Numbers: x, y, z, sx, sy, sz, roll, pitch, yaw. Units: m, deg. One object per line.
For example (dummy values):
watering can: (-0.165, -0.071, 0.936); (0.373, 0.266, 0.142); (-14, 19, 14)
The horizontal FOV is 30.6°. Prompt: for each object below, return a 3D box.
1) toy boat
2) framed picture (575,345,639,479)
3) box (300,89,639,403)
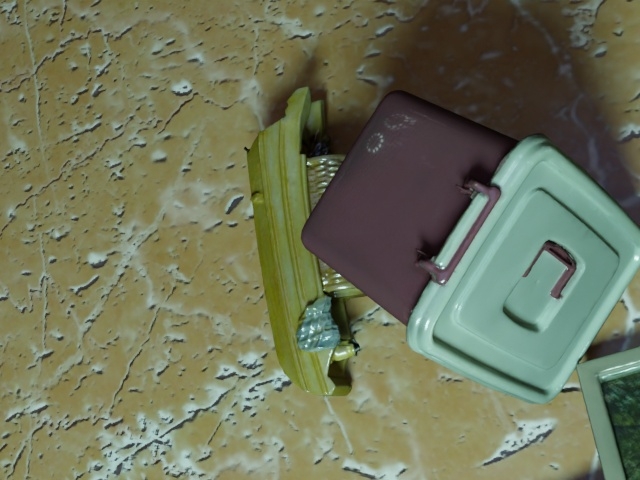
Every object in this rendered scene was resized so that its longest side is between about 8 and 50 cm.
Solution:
toy boat: (0.000, 0.000, 1.159); (0.115, 0.089, 0.310); (-14, 74, 18)
framed picture: (0.387, 0.158, 0.943); (0.324, 0.020, 0.240); (-17, 53, 16)
box: (0.133, 0.003, 1.001); (0.167, 0.294, 0.193); (36, 94, 36)
